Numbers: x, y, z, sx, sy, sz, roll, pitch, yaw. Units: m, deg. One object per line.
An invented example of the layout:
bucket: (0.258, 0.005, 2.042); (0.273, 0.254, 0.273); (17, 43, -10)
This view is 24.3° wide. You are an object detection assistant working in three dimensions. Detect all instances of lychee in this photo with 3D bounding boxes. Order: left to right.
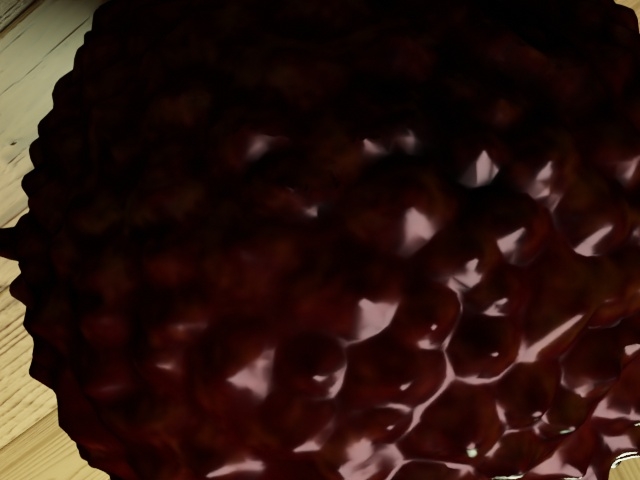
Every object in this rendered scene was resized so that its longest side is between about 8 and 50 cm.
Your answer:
lychee: (0.000, 0.000, 0.928); (0.500, 0.424, 0.425); (1, 172, 31)
